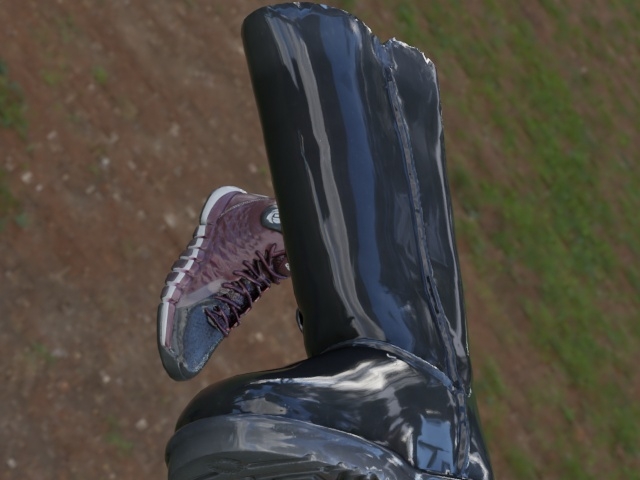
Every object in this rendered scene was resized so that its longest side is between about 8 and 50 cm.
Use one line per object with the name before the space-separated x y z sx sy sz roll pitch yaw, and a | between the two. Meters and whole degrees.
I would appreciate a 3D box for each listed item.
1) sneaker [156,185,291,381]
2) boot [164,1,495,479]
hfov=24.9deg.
sneaker | -0.090 0.047 1.774 0.106 0.163 0.281 62 37 -49
boot | 0.001 0.001 1.127 0.367 0.146 0.445 32 47 -54
